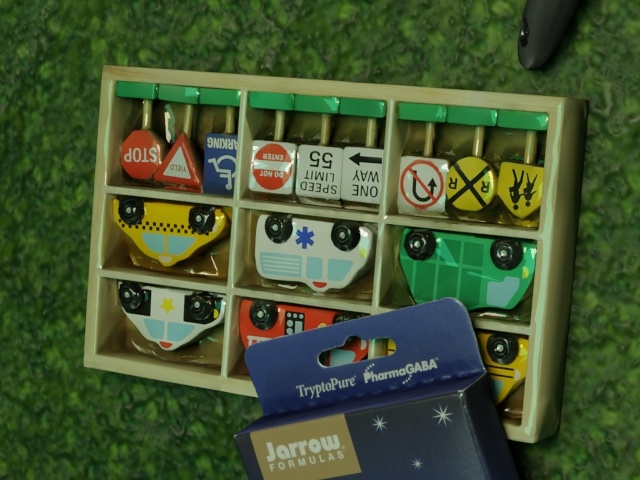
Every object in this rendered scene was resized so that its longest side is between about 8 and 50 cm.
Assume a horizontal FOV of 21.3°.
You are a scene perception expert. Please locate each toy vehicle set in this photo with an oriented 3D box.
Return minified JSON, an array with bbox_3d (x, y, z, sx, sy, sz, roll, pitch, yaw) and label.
[{"bbox_3d":[0.000,0.000,0.874,0.267,0.035,0.166,6,96,29],"label":"toy vehicle set"}]

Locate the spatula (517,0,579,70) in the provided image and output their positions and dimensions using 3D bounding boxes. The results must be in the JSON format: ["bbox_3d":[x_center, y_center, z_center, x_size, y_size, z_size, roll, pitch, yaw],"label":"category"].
[{"bbox_3d":[0.148,-0.198,0.745,0.084,0.030,0.296,-103,32,-50],"label":"spatula"}]

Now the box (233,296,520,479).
[{"bbox_3d":[0.041,0.149,0.834,0.136,0.036,0.225,-15,96,33],"label":"box"}]
